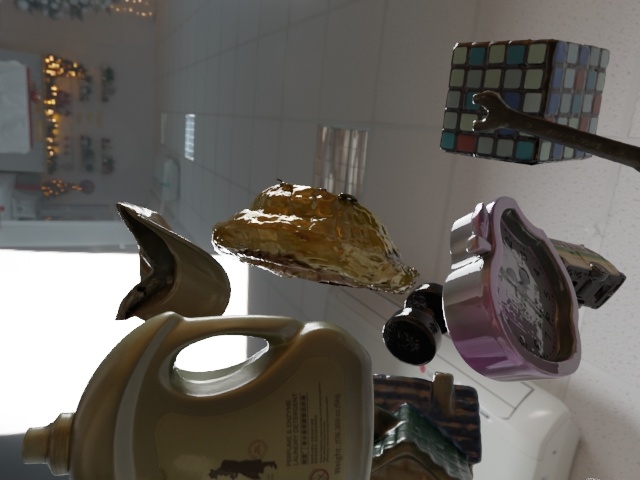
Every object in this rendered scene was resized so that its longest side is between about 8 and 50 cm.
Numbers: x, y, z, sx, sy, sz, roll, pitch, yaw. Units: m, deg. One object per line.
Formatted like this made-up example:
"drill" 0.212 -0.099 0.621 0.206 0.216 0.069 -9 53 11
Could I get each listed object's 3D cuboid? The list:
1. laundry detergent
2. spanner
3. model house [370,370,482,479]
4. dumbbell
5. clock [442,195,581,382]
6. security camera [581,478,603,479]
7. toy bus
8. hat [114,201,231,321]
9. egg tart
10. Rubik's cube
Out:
"laundry detergent" -0.088 0.147 0.369 0.091 0.253 0.181 -170 -97 -73
"spanner" 0.302 -0.123 0.561 0.015 0.254 0.054 -51 159 -59
"model house" 0.153 0.487 1.025 0.445 0.394 0.401 10 87 -77
"dumbbell" 0.280 0.225 1.288 0.152 0.218 0.153 14 -63 28
"clock" 0.344 0.094 0.856 0.102 0.338 0.339 -27 -114 44
"security camera" 0.265 0.266 0.416 0.092 0.058 0.058 49 -28 -8
"toy bus" 0.698 0.085 1.372 0.179 0.305 0.143 -100 -155 -53
"hat" -0.193 0.036 0.641 0.144 0.173 0.167 -77 178 -70
"egg tart" 0.000 0.000 0.641 0.290 0.290 0.116 -1 -106 64
"Rubik's cube" 0.338 -0.228 0.784 0.187 0.182 0.184 25 -63 50
